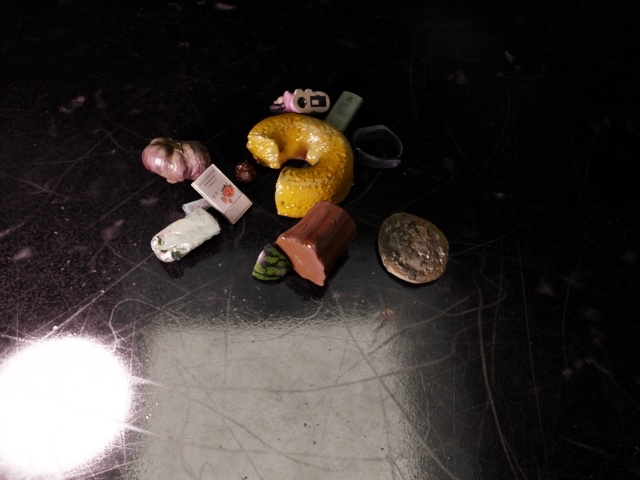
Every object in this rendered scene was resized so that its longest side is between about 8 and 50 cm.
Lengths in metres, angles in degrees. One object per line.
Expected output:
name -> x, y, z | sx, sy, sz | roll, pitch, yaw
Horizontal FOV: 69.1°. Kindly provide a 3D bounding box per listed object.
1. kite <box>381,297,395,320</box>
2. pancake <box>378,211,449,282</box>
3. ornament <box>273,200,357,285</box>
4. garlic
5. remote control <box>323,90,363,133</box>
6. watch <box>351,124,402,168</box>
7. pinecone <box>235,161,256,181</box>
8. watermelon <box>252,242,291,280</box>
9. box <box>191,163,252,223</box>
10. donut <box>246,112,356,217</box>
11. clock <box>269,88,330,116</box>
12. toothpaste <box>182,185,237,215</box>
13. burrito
kite -> 0.219, 0.231, 1.551 | 0.044, 0.002, 0.078 | -18, 65, -15
pancake -> 0.329, 0.022, 1.654 | 0.283, 0.049, 0.282 | 3, 61, -5
ornament -> 0.000, 0.000, 1.556 | 0.221, 0.235, 0.217 | 46, 60, -9
garlic -> -0.514, -0.279, 1.663 | 0.245, 0.160, 0.245 | 9, 16, -3
remote control -> 0.093, -0.537, 1.953 | 0.098, 0.038, 0.233 | 25, 60, 7
watch -> 0.220, -0.370, 1.857 | 0.207, 0.068, 0.192 | -10, 61, -14
pinecone -> -0.281, -0.256, 1.734 | 0.077, 0.077, 0.083 | -21, 65, -17
watermelon -> -0.178, 0.072, 1.557 | 0.135, 0.125, 0.094 | -34, 34, 14
box -> -0.346, -0.164, 1.646 | 0.198, 0.029, 0.109 | 46, 62, -16
donut -> -0.059, -0.315, 1.740 | 0.378, 0.163, 0.435 | -25, 65, -20
clock -> -0.086, -0.541, 1.867 | 0.194, 0.196, 0.100 | -11, 101, -36
toothpaste -> -0.393, -0.143, 1.683 | 0.205, 0.036, 0.056 | -25, 73, -15
burrito -> -0.454, -0.013, 1.574 | 0.229, 0.089, 0.144 | -37, 56, -24
